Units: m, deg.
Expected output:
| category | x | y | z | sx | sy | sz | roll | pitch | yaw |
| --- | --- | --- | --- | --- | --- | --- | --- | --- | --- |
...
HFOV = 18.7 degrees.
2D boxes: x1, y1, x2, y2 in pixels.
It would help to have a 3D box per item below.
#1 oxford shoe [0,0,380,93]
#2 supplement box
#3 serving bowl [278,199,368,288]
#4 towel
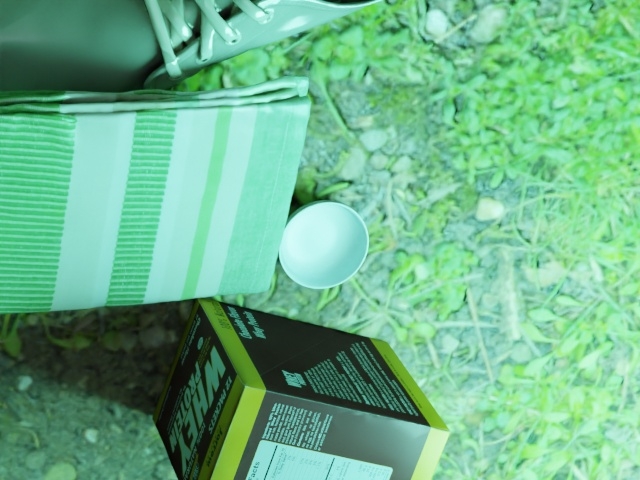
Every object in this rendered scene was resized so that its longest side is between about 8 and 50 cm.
| category | x | y | z | sx | sy | sz | roll | pitch | yaw |
| --- | --- | --- | --- | --- | --- | --- | --- | --- | --- |
| oxford shoe | -0.101 | -0.207 | 1.577 | 0.449 | 0.130 | 0.169 | -23 | 117 | -5 |
| supplement box | -0.022 | 0.162 | 1.709 | 0.194 | 0.191 | 0.129 | 14 | 107 | -21 |
| serving bowl | 0.000 | 0.000 | 1.742 | 0.083 | 0.027 | 0.083 | -5 | 113 | -13 |
| towel | -0.179 | -0.035 | 1.619 | 0.324 | 0.038 | 0.248 | -5 | 136 | -20 |
